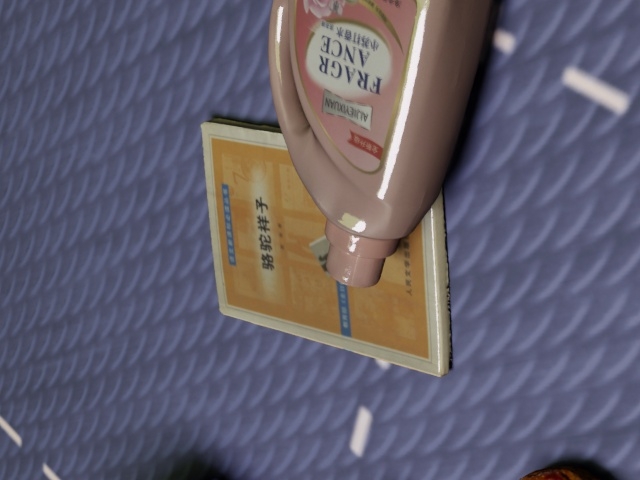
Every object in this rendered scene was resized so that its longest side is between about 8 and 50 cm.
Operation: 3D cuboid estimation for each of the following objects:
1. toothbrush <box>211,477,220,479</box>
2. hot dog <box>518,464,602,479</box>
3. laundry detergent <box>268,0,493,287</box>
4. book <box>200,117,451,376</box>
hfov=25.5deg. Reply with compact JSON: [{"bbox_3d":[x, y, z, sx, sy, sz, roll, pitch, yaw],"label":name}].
[{"bbox_3d":[-0.006,0.286,1.201,0.269,0.021,0.027,36,123,32],"label":"toothbrush"},{"bbox_3d":[0.171,0.227,0.962,0.099,0.065,0.147,-12,94,38],"label":"hot dog"},{"bbox_3d":[0.022,-0.099,0.969,0.171,0.076,0.237,36,125,37],"label":"laundry detergent"},{"bbox_3d":[-0.001,0.000,1.085,0.241,0.018,0.170,12,113,43],"label":"book"}]
